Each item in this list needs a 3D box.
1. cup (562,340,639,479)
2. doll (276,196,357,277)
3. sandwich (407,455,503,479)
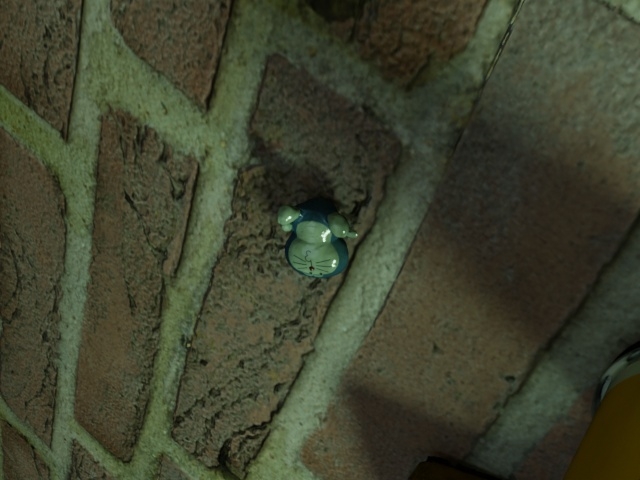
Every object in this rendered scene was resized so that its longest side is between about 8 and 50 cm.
[{"bbox_3d":[0.235,0.194,0.496,0.196,0.279,0.197,27,135,31],"label":"cup"},{"bbox_3d":[0.000,0.000,0.732,0.076,0.050,0.083,10,122,15],"label":"doll"},{"bbox_3d":[0.209,0.377,0.761,0.248,0.095,0.273,8,120,33],"label":"sandwich"}]
